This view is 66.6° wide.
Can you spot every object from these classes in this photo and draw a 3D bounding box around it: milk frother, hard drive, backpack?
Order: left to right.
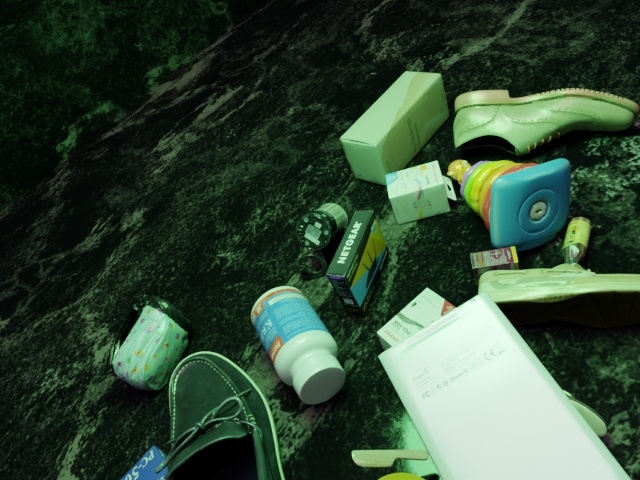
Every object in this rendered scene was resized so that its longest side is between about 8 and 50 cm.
[{"bbox_3d":[-0.365,0.229,1.060,0.115,0.152,0.182,11,59,30],"label":"backpack"},{"bbox_3d":[0.000,0.000,1.142,0.143,0.129,0.135,-43,-3,24],"label":"milk frother"},{"bbox_3d":[0.249,0.256,0.724,0.210,0.040,0.318,-33,51,6],"label":"hard drive"}]

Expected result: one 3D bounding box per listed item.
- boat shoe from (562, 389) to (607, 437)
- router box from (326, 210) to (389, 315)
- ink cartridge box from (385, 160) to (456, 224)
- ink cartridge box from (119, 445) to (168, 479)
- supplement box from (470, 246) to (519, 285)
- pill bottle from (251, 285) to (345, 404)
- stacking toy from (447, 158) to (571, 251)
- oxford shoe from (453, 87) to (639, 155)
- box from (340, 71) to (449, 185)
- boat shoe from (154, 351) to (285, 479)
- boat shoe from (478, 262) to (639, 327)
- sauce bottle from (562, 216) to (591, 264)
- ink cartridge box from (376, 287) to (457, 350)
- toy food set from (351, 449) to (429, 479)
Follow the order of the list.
[{"bbox_3d":[0.360,0.247,0.734,0.137,0.049,0.043,19,19,40],"label":"boat shoe"},{"bbox_3d":[0.082,0.046,1.016,0.046,0.133,0.178,3,49,30],"label":"router box"},{"bbox_3d":[0.235,-0.114,1.133,0.143,0.090,0.092,-15,42,14],"label":"ink cartridge box"},{"bbox_3d":[-0.341,0.479,0.857,0.097,0.046,0.207,26,63,42],"label":"ink cartridge box"},{"bbox_3d":[0.337,0.050,0.939,0.083,0.055,0.043,-10,42,18],"label":"supplement box"},{"bbox_3d":[-0.042,0.197,0.932,0.124,0.124,0.221,-33,41,-7],"label":"pill bottle"},{"bbox_3d":[0.362,-0.113,1.040,0.175,0.165,0.302,-17,28,-12],"label":"stacking toy"},{"bbox_3d":[0.513,-0.264,1.145,0.397,0.140,0.146,6,81,26],"label":"oxford shoe"},{"bbox_3d":[0.205,-0.303,1.304,0.121,0.148,0.311,21,61,40],"label":"box"},{"bbox_3d":[-0.169,0.356,0.815,0.187,0.156,0.500,-32,40,-4],"label":"boat shoe"},{"bbox_3d":[0.422,0.082,0.827,0.303,0.109,0.098,-8,45,28],"label":"boat shoe"},{"bbox_3d":[0.478,0.012,0.914,0.042,0.042,0.128,7,49,32],"label":"sauce bottle"},{"bbox_3d":[0.187,0.167,0.895,0.135,0.056,0.099,-39,43,-14],"label":"ink cartridge box"},{"bbox_3d":[0.119,0.409,0.682,0.128,0.071,0.217,-6,44,-4],"label":"toy food set"}]
